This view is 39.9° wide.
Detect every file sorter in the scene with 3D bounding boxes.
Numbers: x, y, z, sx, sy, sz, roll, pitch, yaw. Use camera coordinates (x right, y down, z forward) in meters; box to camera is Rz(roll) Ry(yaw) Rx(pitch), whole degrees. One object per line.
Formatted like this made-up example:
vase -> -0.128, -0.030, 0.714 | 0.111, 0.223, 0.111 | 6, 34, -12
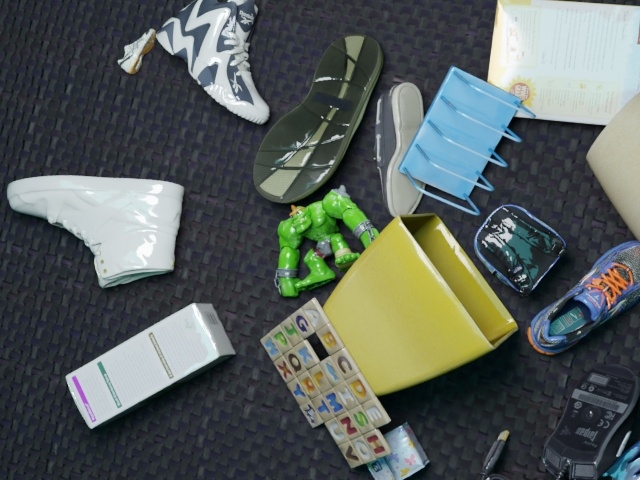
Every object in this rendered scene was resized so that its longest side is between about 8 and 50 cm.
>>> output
file sorter -> 0.210, -0.138, 1.255 | 0.118, 0.104, 0.170 | 22, 108, -17

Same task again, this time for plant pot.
plant pot -> 0.500, -0.069, 1.171 | 0.274, 0.256, 0.256 | 43, 94, 17
plant pot -> 0.128, 0.102, 1.249 | 0.187, 0.212, 0.212 | -39, 79, 18

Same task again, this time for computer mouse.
computer mouse -> 0.340, 0.286, 1.245 | 0.184, 0.060, 0.262 | 5, 54, 46

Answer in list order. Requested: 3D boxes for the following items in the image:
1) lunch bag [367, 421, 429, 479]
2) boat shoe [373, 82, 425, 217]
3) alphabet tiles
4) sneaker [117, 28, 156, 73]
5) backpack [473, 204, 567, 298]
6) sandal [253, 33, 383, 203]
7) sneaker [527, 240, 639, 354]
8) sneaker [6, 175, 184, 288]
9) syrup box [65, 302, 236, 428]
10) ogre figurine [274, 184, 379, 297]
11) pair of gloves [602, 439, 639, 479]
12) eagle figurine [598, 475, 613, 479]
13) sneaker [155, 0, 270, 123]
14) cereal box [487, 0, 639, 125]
lunch bag -> 0.107, 0.320, 1.301 | 0.083, 0.053, 0.071 | -32, 78, 16
boat shoe -> 0.116, -0.135, 1.350 | 0.065, 0.075, 0.206 | 2, 90, 54
alphabet tiles -> 0.011, 0.216, 1.275 | 0.009, 0.198, 0.237 | -27, 81, -34
sneaker -> -0.304, -0.317, 1.452 | 0.037, 0.032, 0.083 | 33, 91, 12
backpack -> 0.282, 0.010, 1.279 | 0.114, 0.084, 0.105 | 40, 92, 7
sandal -> 0.011, -0.179, 1.357 | 0.120, 0.086, 0.303 | 28, 76, 18
sneaker -> 0.392, 0.085, 1.250 | 0.221, 0.087, 0.083 | -44, 79, 4
sneaker -> -0.366, -0.011, 1.397 | 0.292, 0.108, 0.169 | 2, 82, 10
syrup box -> -0.261, 0.192, 1.363 | 0.236, 0.093, 0.096 | -29, 80, 7
ogre figurine -> 0.000, 0.000, 1.331 | 0.197, 0.096, 0.118 | -41, 63, 50
pair of gloves -> 0.443, 0.383, 1.245 | 0.159, 0.023, 0.198 | -35, 78, 8
eagle figurine -> 0.337, 0.496, 1.182 | 0.298, 0.225, 0.226 | -32, 120, -18
sneaker -> -0.133, -0.304, 1.385 | 0.153, 0.094, 0.235 | -48, 68, 12
cereal box -> 0.370, -0.260, 1.292 | 0.240, 0.047, 0.173 | 8, 100, 11
